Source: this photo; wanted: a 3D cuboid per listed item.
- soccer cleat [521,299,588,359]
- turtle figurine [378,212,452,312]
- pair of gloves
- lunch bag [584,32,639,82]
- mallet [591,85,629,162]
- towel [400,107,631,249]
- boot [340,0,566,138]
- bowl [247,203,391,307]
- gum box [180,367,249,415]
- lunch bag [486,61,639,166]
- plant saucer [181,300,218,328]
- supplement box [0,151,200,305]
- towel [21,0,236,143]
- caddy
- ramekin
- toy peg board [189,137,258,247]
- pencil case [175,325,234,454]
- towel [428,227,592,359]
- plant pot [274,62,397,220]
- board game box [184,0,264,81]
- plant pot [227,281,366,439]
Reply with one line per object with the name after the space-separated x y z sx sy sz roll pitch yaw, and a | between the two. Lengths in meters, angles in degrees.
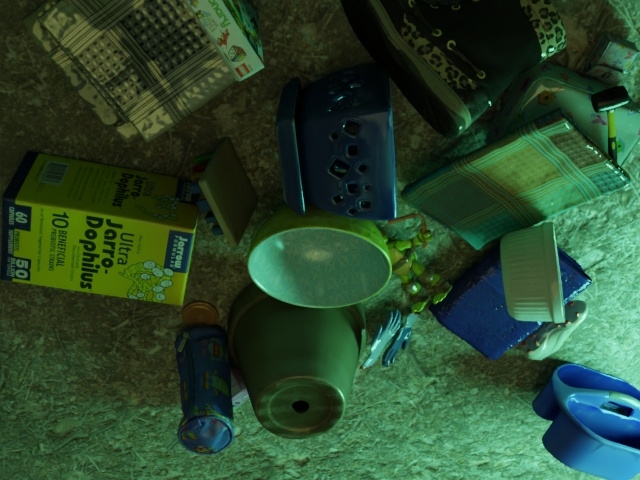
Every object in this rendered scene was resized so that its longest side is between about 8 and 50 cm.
0.562 0.212 1.899 0.076 0.068 0.196 23 121 -35 | soccer cleat
0.168 0.055 1.752 0.270 0.087 0.217 -34 105 32 | turtle figurine
0.161 0.225 1.841 0.198 0.023 0.159 6 115 -59 | pair of gloves
0.558 -0.344 1.536 0.071 0.053 0.083 17 130 -13 | lunch bag
0.540 -0.201 1.511 0.062 0.039 0.189 -10 128 1 | mallet
0.379 -0.105 1.583 0.370 0.040 0.271 -26 137 38 | towel
0.227 -0.400 1.414 0.284 0.138 0.377 -35 81 -9 | boot
0.000 0.000 1.644 0.290 0.156 0.289 2 143 1 | bowl
-0.236 0.380 1.924 0.188 0.062 0.107 -40 158 20 | gum box
0.474 -0.215 1.583 0.279 0.107 0.224 16 122 -13 | lunch bag
-0.279 0.175 1.849 0.084 0.013 0.083 -1 123 -2 | plant saucer
-0.432 -0.023 1.601 0.357 0.195 0.194 9 122 -10 | supplement box
-0.329 -0.356 1.472 0.324 0.056 0.312 -29 120 16 | towel
0.687 0.431 1.943 0.341 0.241 0.179 19 125 -16 | caddy
0.433 0.070 1.641 0.109 0.207 0.207 -8 124 17 | ramekin
-0.208 -0.091 1.601 0.079 0.160 0.161 -10 125 22 | toy peg board
-0.260 0.318 1.774 0.119 0.306 0.133 -32 127 15 | pencil case
0.426 0.117 1.824 0.228 0.076 0.308 37 115 -16 | towel
0.031 -0.184 1.508 0.212 0.236 0.235 -3 123 5 | plant pot
-0.166 -0.400 1.304 0.053 0.305 0.193 -28 121 11 | board game box
-0.047 0.273 1.770 0.323 0.280 0.323 -2 124 -3 | plant pot
